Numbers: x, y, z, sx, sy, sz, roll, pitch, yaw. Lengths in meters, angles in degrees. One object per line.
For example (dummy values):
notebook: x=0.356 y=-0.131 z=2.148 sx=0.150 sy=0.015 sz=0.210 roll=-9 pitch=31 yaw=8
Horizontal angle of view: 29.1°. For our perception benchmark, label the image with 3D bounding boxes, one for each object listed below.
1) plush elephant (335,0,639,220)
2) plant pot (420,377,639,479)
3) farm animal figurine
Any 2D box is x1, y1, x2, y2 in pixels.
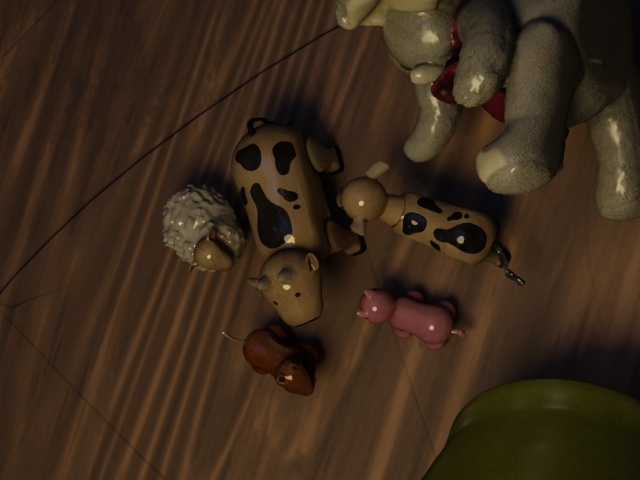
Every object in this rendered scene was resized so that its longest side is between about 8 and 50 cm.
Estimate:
plush elephant: x=0.160 y=-0.178 z=1.210 sx=0.255 sy=0.272 sz=0.330 roll=-2 pitch=90 yaw=41
plant pot: x=0.188 y=0.319 z=1.051 sx=0.366 sy=0.366 sz=0.353 roll=-5 pitch=39 yaw=26
farm animal figurine: x=0.000 y=0.000 z=1.309 sx=0.330 sy=0.172 sz=0.327 roll=-38 pitch=69 yaw=17
